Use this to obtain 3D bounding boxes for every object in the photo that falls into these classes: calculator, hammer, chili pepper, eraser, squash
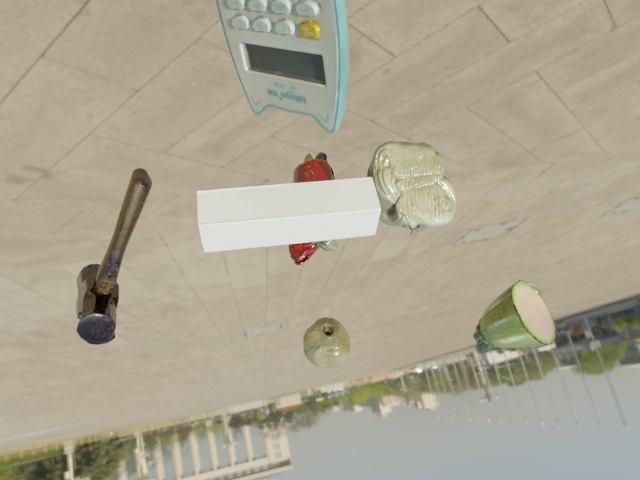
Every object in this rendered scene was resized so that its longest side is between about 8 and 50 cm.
[{"bbox_3d":[-0.066,-0.361,0.800,0.054,0.256,0.386,-44,139,-31],"label":"calculator"},{"bbox_3d":[-0.488,0.023,1.267,0.095,0.242,0.409,18,108,-31],"label":"hammer"},{"bbox_3d":[-0.023,-0.097,1.296,0.110,0.387,0.110,4,144,3],"label":"chili pepper"},{"bbox_3d":[-0.054,-0.045,0.887,0.298,0.076,0.078,-6,144,-7],"label":"eraser"},{"bbox_3d":[0.283,0.134,0.823,0.105,0.105,0.132,1,153,-41],"label":"squash"}]

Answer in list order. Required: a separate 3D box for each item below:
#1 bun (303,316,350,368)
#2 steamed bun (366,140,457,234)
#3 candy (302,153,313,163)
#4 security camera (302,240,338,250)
[{"bbox_3d":[0.023,0.330,1.740,0.166,0.173,0.113,-8,141,-15],"label":"bun"},{"bbox_3d":[0.190,-0.115,1.204,0.218,0.211,0.144,-12,178,-32],"label":"steamed bun"},{"bbox_3d":[-0.061,-0.146,1.453,0.032,0.102,0.178,22,116,-6],"label":"candy"},{"bbox_3d":[0.000,0.000,1.108,0.058,0.058,0.092,-22,146,28],"label":"security camera"}]
